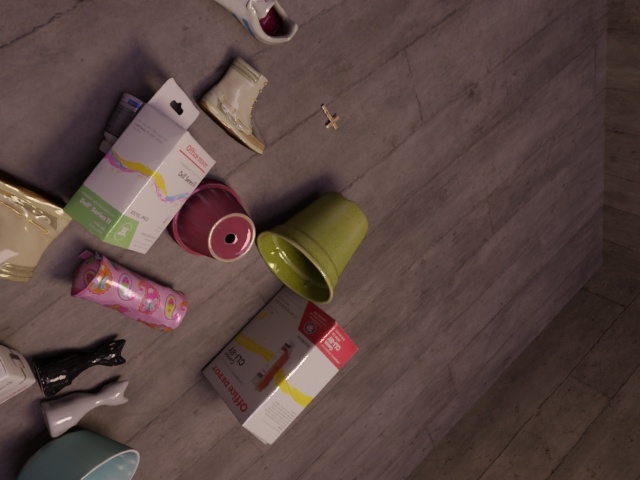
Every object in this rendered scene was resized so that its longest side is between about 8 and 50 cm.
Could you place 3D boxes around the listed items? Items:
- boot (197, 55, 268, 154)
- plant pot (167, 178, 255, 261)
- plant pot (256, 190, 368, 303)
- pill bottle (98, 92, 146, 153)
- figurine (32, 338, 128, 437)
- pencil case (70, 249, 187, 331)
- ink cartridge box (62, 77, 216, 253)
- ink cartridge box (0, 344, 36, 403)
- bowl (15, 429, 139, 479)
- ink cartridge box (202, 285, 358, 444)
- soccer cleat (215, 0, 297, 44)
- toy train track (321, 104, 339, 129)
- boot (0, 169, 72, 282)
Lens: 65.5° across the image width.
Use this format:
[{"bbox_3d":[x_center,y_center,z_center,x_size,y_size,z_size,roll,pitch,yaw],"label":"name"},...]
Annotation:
[{"bbox_3d":[-0.181,-0.333,1.249,0.213,0.077,0.165,41,82,-40],"label":"boot"},{"bbox_3d":[-0.262,-0.038,1.258,0.201,0.180,0.201,-18,122,-32],"label":"plant pot"},{"bbox_3d":[0.000,0.000,1.456,0.254,0.276,0.276,-46,133,-26],"label":"plant pot"},{"bbox_3d":[-0.426,-0.246,1.094,0.078,0.078,0.137,26,94,-43],"label":"pill bottle"},{"bbox_3d":[-0.593,0.367,1.264,0.209,0.092,0.215,-15,121,-38],"label":"figurine"},{"bbox_3d":[-0.466,0.129,1.225,0.284,0.124,0.124,38,86,-42],"label":"pencil case"},{"bbox_3d":[-0.363,-0.155,1.100,0.353,0.119,0.207,-54,171,-4],"label":"ink cartridge box"},{"bbox_3d":[-0.718,0.299,1.042,0.158,0.092,0.218,-31,171,-23],"label":"ink cartridge box"},{"bbox_3d":[-0.634,0.607,1.253,0.311,0.163,0.312,-46,158,-24],"label":"bowl"},{"bbox_3d":[-0.125,0.361,1.497,0.385,0.279,0.160,-46,131,-11],"label":"ink cartridge box"},{"bbox_3d":[-0.179,-0.557,1.091,0.331,0.143,0.116,28,93,-43],"label":"soccer cleat"},{"bbox_3d":[0.025,-0.359,1.444,0.048,0.014,0.083,-41,126,-6],"label":"toy train track"},{"bbox_3d":[-0.665,-0.035,1.000,0.262,0.095,0.203,34,90,-47],"label":"boot"}]
